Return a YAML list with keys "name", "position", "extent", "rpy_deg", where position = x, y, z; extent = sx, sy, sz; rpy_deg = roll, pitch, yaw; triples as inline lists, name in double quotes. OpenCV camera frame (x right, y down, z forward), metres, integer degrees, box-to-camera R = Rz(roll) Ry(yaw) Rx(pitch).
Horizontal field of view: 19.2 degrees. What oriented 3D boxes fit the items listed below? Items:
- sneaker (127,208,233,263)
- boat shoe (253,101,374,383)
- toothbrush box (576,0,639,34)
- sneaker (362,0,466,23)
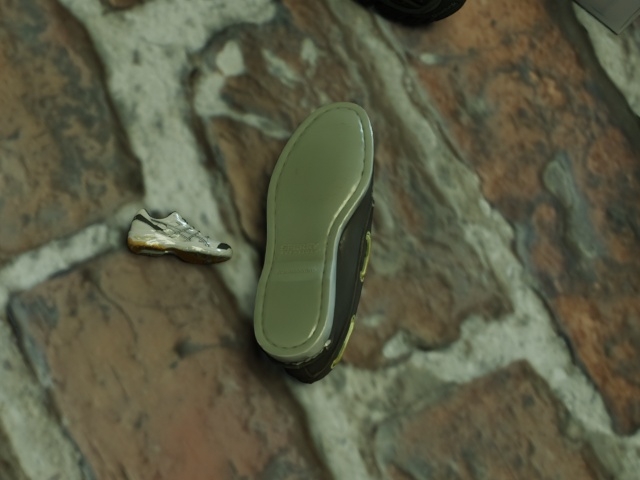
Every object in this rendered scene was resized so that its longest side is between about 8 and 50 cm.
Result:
- name: "sneaker"
  position: [-0.107, -0.005, 1.472]
  extent: [0.083, 0.032, 0.037]
  rpy_deg: [11, 68, -14]
- name: "boat shoe"
  position: [0.000, 0.000, 1.488]
  extent: [0.081, 0.068, 0.227]
  rpy_deg: [3, 63, 21]
- name: "toothbrush box"
  position: [0.276, -0.367, 1.672]
  extent: [0.216, 0.126, 0.295]
  rpy_deg: [37, 64, -3]
- name: "sneaker"
  position: [0.008, -0.298, 1.588]
  extent: [0.286, 0.109, 0.130]
  rpy_deg: [31, 55, -12]
